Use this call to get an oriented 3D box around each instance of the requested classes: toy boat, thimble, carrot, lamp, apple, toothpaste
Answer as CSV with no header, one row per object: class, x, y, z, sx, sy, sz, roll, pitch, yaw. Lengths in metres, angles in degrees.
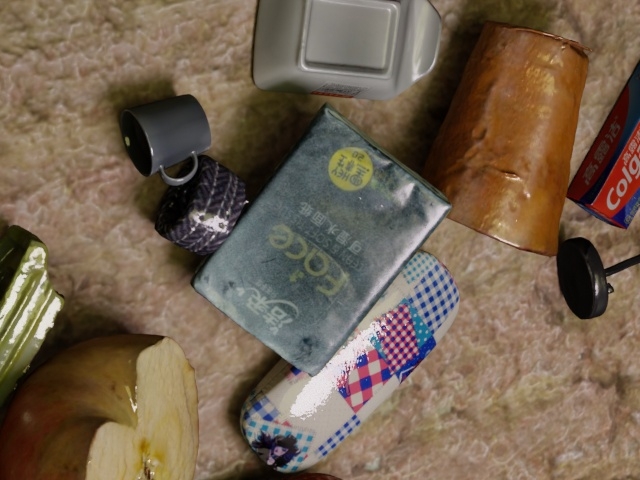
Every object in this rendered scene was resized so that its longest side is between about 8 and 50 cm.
toy boat,-0.364,0.119,1.429,0.084,0.111,0.276,38,84,-34
thimble,-0.133,-0.039,1.512,0.066,0.095,0.104,33,87,-28
carrot,0.235,-0.127,1.621,0.196,0.196,0.254,17,95,-29
lamp,0.463,-0.005,1.838,0.371,0.108,0.130,-27,135,-29
apple,-0.255,0.240,1.459,0.293,0.163,0.251,-62,151,-49
toothpaste,0.439,-0.174,1.778,0.076,0.066,0.320,29,88,-29

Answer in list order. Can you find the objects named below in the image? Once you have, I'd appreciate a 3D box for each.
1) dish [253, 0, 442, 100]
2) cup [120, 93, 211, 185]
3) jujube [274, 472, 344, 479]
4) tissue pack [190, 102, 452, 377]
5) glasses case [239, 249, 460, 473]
dish,0.044,-0.239,1.567,0.234,0.064,0.154,1,102,-28
cup,-0.164,-0.108,1.483,0.077,0.078,0.100,-21,75,-24
jujube,-0.052,0.364,1.626,0.236,0.168,0.168,-10,108,-5
tissue pack,0.000,0.000,1.539,0.185,0.081,0.257,37,100,-5
glasses case,0.040,0.147,1.655,0.327,0.076,0.125,-44,119,-9
